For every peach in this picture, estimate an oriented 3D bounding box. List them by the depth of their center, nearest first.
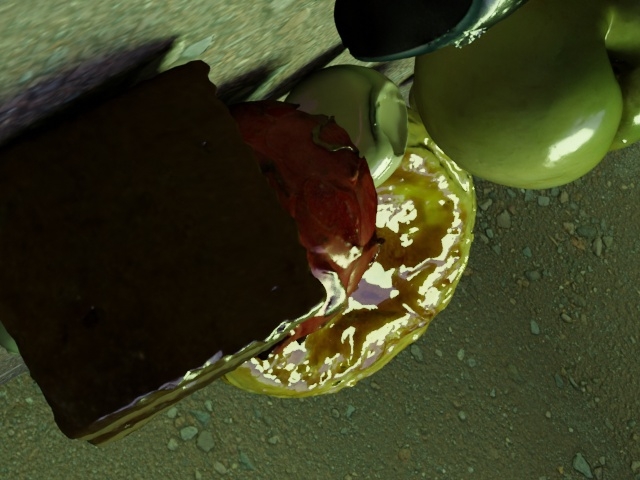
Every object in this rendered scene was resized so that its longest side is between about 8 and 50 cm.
[{"bbox_3d":[0.233,-0.189,1.477,0.292,0.247,0.292,-23,-150,15],"label":"peach"}]

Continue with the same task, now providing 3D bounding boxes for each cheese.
[{"bbox_3d":[-0.012,-0.105,1.442,0.227,0.137,0.064,-8,167,40],"label":"cheese"}]

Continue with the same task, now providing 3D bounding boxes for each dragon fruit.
[{"bbox_3d":[-0.064,-0.008,1.267,0.252,0.241,0.241,-63,-173,-14],"label":"dragon fruit"}]

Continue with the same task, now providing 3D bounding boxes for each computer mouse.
[{"bbox_3d":[0.106,-0.197,1.012,0.137,0.096,0.233,-33,178,-34],"label":"computer mouse"}]

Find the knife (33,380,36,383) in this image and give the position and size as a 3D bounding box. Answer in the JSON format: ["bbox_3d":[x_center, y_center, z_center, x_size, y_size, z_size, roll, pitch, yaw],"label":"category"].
[{"bbox_3d":[-0.231,0.102,1.605,0.278,0.053,0.123,-20,-157,45],"label":"knife"}]

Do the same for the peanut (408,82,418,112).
[{"bbox_3d":[0.275,-0.258,2.170,0.291,0.143,0.159,-28,-172,3],"label":"peanut"}]

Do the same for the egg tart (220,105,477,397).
[{"bbox_3d":[0.000,0.000,1.795,0.443,0.443,0.178,-32,-138,-12],"label":"egg tart"}]

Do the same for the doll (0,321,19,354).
[{"bbox_3d":[-0.278,0.061,1.529,0.155,0.113,0.275,-21,180,-34],"label":"doll"}]

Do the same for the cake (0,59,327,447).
[{"bbox_3d":[-0.132,0.021,1.001,0.198,0.196,0.293,-31,177,-11],"label":"cake"}]
